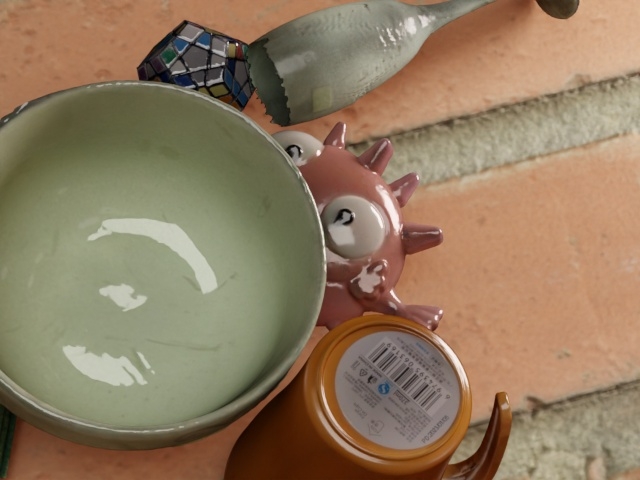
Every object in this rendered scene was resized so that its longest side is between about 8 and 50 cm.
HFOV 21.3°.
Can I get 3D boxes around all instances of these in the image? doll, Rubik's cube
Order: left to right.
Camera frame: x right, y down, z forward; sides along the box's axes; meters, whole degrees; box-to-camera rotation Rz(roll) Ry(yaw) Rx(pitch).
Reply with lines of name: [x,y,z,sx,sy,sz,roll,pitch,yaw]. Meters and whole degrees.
Rubik's cube: [-0.114,-0.149,1.569,0.111,0.093,0.111,0,74,-2]
doll: [0.000,0.000,1.520,0.211,0.093,0.262,-39,74,-6]

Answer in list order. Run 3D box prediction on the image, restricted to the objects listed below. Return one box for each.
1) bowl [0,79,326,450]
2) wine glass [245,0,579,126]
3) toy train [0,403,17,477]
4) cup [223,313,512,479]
bowl: [-0.155,0.037,1.399,0.307,0.163,0.307,4,64,-8]
wine glass: [0.124,-0.158,1.505,0.309,0.096,0.264,-24,38,-18]
toy train: [-0.294,0.136,1.460,0.071,0.111,0.170,6,78,14]
cup: [0.048,0.171,1.391,0.226,0.264,0.182,-3,63,-15]
